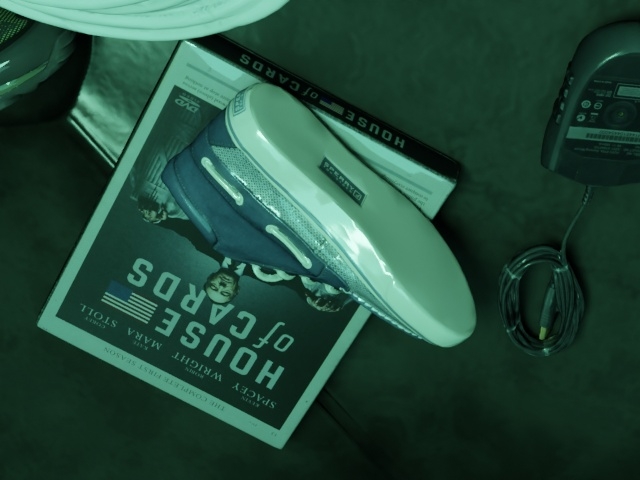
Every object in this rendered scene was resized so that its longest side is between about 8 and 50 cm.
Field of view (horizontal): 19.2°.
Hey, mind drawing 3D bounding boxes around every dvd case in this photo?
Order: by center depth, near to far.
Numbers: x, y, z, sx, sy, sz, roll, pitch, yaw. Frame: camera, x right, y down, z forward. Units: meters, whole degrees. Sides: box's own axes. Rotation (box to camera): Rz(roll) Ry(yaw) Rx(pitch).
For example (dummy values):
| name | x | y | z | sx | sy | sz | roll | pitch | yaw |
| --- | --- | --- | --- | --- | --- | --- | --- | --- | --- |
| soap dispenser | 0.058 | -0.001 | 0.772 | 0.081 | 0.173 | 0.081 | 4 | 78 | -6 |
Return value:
| name | x | y | z | sx | sy | sz | roll | pitch | yaw |
| --- | --- | --- | --- | --- | --- | --- | --- | --- | --- |
| dvd case | -0.049 | 0.005 | 1.145 | 0.179 | 0.029 | 0.238 | 28 | 123 | -6 |

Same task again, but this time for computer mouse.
| name | x | y | z | sx | sy | sz | roll | pitch | yaw |
| --- | --- | --- | --- | --- | --- | --- | --- | --- | --- |
| computer mouse | 0.149 | -0.029 | 1.080 | 0.071 | 0.041 | 0.242 | 6 | 131 | -12 |

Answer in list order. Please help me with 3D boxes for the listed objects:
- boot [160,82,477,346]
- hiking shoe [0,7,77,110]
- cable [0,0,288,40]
| name | x | y | z | sx | sy | sz | roll | pitch | yaw |
| --- | --- | --- | --- | --- | --- | --- | --- | --- | --- |
| boot | 0.000 | 0.000 | 1.080 | 0.190 | 0.069 | 0.086 | 47 | 127 | -8 |
| hiking shoe | -0.251 | -0.131 | 1.067 | 0.227 | 0.086 | 0.114 | 1 | 126 | 13 |
| cable | -0.115 | -0.193 | 0.838 | 0.257 | 0.089 | 0.257 | 38 | 145 | -26 |
